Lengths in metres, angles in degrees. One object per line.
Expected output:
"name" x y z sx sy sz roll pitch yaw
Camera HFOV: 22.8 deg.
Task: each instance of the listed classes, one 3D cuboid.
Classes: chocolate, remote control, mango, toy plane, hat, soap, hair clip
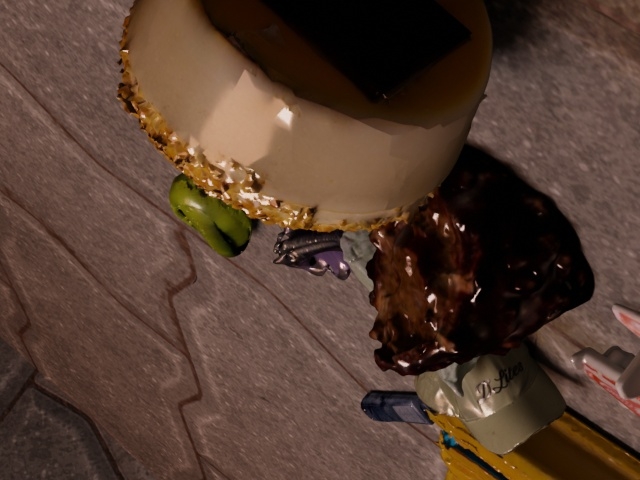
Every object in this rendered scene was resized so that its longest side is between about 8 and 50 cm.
"chocolate" 0.106 0.038 1.443 0.206 0.177 0.224 49 158 -10
"remote control" 0.095 0.213 2.006 0.043 0.027 0.152 54 156 -12
"mango" -0.125 -0.037 1.890 0.091 0.074 0.165 30 167 24
"toy plane" 0.316 0.142 1.319 0.252 0.118 0.252 37 165 12
"hat" 0.166 0.150 1.613 0.081 0.122 0.166 54 -179 -45
"soap" 0.271 0.277 1.692 0.324 0.096 0.204 34 156 28
"hair clip" -0.001 0.002 1.757 0.124 0.052 0.195 45 155 -17

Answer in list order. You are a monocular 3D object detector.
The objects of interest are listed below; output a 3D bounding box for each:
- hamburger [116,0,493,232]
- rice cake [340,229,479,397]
"hamburger" -0.009 -0.132 1.198 0.276 0.294 0.179 39 138 10
"rice cake" 0.095 0.059 1.598 0.206 0.063 0.069 50 180 31
